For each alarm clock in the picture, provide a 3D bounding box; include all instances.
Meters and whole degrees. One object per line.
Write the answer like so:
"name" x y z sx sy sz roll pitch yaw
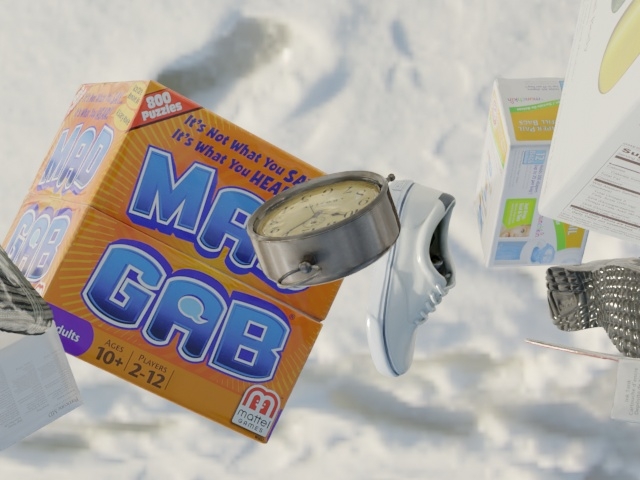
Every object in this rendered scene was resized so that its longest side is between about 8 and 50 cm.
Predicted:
"alarm clock" 0.000 0.000 1.457 0.129 0.192 0.064 -11 110 19

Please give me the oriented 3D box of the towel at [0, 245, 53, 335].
"towel" -0.336 -0.065 1.337 0.056 0.324 0.312 -38 172 1

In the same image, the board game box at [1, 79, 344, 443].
"board game box" -0.205 0.021 2.300 0.356 0.356 0.356 28 174 -22

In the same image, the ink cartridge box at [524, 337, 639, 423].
"ink cartridge box" 0.385 0.157 1.653 0.296 0.066 0.261 12 175 -39

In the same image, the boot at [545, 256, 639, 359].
"boot" 0.440 0.060 2.067 0.223 0.118 0.338 -10 -166 -17

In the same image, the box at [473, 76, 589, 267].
"box" 0.239 -0.073 1.850 0.114 0.103 0.203 -2 140 -4

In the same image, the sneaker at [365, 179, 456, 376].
"sneaker" 0.116 0.055 2.078 0.091 0.094 0.258 14 115 25

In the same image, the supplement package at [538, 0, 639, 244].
"supplement package" 0.271 -0.119 0.978 0.198 0.199 0.262 16 159 -4

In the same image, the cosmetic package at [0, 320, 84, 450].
"cosmetic package" -0.357 0.170 1.659 0.060 0.239 0.099 5 118 52
